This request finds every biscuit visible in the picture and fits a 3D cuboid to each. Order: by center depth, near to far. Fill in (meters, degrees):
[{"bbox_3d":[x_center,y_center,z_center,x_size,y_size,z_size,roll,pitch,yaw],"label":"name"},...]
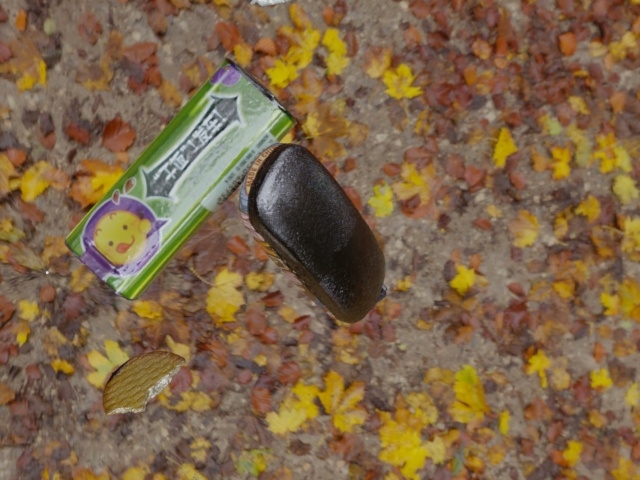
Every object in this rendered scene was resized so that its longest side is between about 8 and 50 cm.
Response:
[{"bbox_3d":[-0.458,0.371,1.886,0.229,0.031,0.176,-15,48,-13],"label":"biscuit"}]

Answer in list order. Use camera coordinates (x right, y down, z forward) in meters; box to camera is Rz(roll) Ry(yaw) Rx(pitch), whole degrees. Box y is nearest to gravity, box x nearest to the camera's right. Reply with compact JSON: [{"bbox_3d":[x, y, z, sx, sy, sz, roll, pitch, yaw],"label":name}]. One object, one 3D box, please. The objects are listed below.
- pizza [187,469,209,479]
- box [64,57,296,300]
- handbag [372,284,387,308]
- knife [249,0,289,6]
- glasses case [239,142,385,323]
[{"bbox_3d":[-0.188,0.429,1.106,0.099,0.160,0.035,-7,133,-26],"label":"pizza"},{"bbox_3d":[-0.192,-0.085,1.010,0.134,0.097,0.345,42,93,3],"label":"box"},{"bbox_3d":[0.015,0.060,1.792,0.122,0.303,0.329,-42,88,-10],"label":"handbag"},{"bbox_3d":[0.045,-0.310,0.659,0.298,0.017,0.047,-36,116,26],"label":"knife"},{"bbox_3d":[0.000,0.000,0.954,0.321,0.082,0.122,51,58,-46],"label":"glasses case"}]
